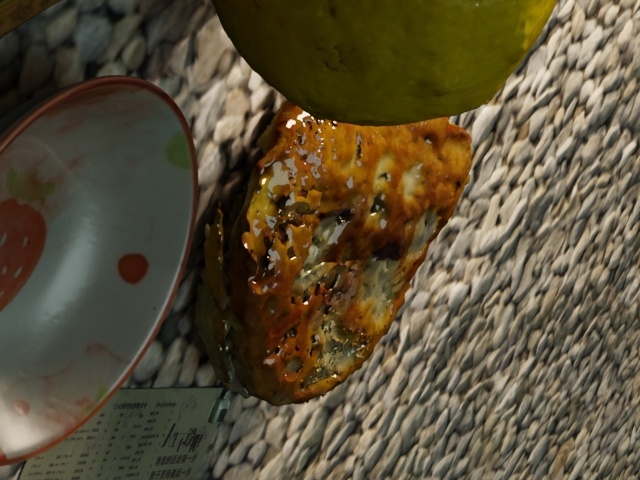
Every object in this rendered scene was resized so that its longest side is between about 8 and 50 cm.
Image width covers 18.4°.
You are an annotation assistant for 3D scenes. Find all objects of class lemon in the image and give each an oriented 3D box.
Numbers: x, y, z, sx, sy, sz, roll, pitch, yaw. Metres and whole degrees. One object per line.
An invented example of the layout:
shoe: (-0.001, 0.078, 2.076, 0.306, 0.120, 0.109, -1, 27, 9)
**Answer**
lemon: (0.040, -0.212, 1.284, 0.260, 0.260, 0.284, -56, 164, -18)

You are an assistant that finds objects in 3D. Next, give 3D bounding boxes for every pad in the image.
pad: (-0.159, 0.188, 1.536, 0.265, 0.009, 0.159, 7, 107, -63)

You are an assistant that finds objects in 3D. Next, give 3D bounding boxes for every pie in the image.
pie: (0.001, 0.000, 1.583, 0.308, 0.085, 0.308, -37, 141, -37)

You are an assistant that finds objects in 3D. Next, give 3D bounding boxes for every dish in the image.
dish: (-0.188, 0.007, 1.234, 0.260, 0.085, 0.260, -40, 143, -39)

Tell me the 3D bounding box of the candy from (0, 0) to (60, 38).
candy: (-0.194, -0.161, 1.064, 0.271, 0.101, 0.143, -41, 151, -30)
